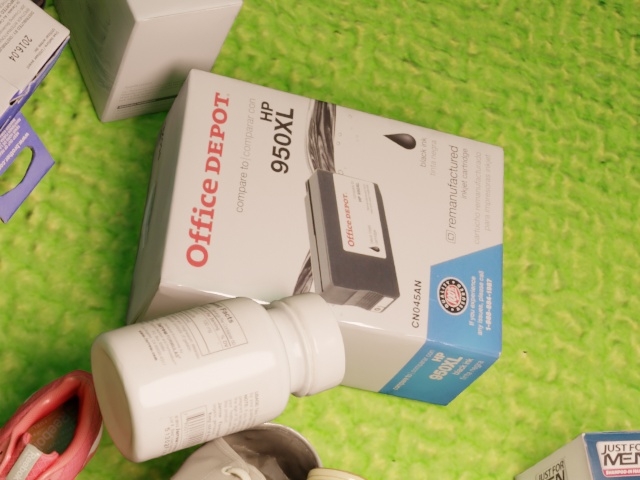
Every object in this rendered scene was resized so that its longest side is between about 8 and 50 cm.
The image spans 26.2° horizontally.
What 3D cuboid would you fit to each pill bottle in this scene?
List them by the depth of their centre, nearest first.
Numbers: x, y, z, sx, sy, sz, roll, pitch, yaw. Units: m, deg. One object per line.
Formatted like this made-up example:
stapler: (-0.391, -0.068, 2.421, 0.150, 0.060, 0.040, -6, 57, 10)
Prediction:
pill bottle: (-0.099, 0.126, 1.361, 0.229, 0.131, 0.131, -14, 70, -24)

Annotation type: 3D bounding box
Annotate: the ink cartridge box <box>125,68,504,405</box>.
ink cartridge box: (0.000, 0.000, 1.585, 0.395, 0.166, 0.285, 13, 60, -14)

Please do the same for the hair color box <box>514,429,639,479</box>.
hair color box: (0.326, 0.398, 1.501, 0.105, 0.174, 0.347, 1, 64, -22)

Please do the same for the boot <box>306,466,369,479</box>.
boot: (0.019, 0.367, 1.349, 0.095, 0.262, 0.203, 7, 47, 28)

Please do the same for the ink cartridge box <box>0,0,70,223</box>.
ink cartridge box: (-0.453, -0.183, 1.430, 0.395, 0.151, 0.270, 37, 60, -9)

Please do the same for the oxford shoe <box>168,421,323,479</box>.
oxford shoe: (-0.107, 0.285, 1.287, 0.169, 0.130, 0.449, 41, 22, 3)

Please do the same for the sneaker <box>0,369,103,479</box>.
sneaker: (-0.316, 0.247, 1.351, 0.116, 0.136, 0.313, 32, 57, -2)

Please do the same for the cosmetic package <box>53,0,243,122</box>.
cosmetic package: (-0.216, -0.297, 1.621, 0.138, 0.224, 0.224, -14, 70, -27)

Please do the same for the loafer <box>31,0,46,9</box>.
loafer: (-0.459, -0.285, 1.596, 0.303, 0.095, 0.109, -13, 69, -26)
